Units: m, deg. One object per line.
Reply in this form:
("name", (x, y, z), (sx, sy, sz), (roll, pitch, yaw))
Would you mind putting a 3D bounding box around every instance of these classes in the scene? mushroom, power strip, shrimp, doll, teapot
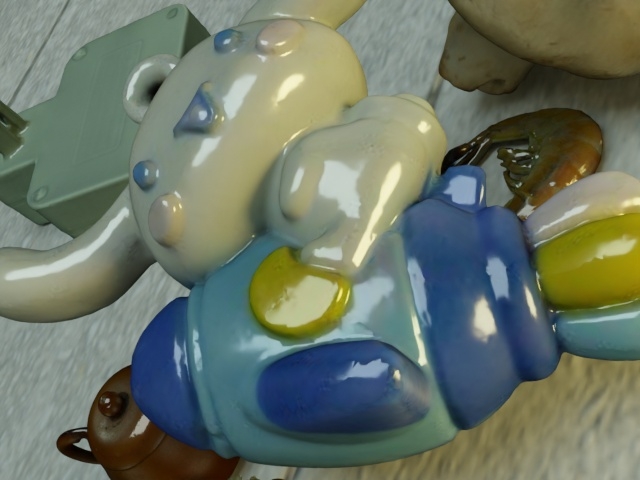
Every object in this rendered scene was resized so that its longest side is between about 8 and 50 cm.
("mushroom", (0.155, -0.183, 0.617), (0.204, 0.204, 0.204), (-20, 51, 26))
("power strip", (-0.241, -0.117, 0.895), (0.261, 0.141, 0.230), (-16, 51, 25))
("shrimp", (0.121, -0.028, 0.625), (0.124, 0.034, 0.178), (19, 72, 47))
("doll", (-0.005, 0.001, 0.514), (0.365, 0.187, 0.376), (46, 117, 22))
("teapot", (-0.125, 0.137, 0.646), (0.173, 0.116, 0.116), (-21, 50, 26))

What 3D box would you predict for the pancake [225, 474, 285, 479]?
("pancake", (0.011, 0.206, 0.486), (0.265, 0.057, 0.244), (-13, 23, -17))
